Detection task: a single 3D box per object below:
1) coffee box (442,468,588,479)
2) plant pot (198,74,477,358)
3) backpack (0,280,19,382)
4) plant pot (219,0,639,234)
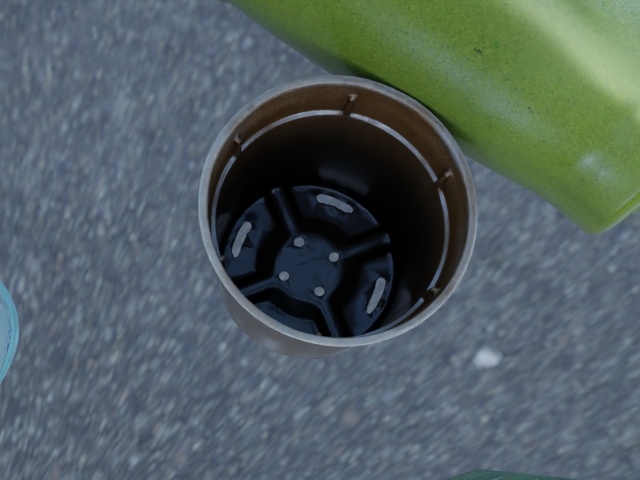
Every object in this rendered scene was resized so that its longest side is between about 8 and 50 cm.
[{"bbox_3d":[0.145,0.215,1.305,0.040,0.184,0.113,-16,94,-23],"label":"coffee box"},{"bbox_3d":[0.000,0.000,1.216,0.167,0.165,0.167,2,76,-8],"label":"plant pot"},{"bbox_3d":[-0.266,0.045,1.080,0.188,0.144,0.166,38,82,17],"label":"backpack"},{"bbox_3d":[0.131,-0.204,1.218,0.353,0.366,0.366,43,69,1],"label":"plant pot"}]
